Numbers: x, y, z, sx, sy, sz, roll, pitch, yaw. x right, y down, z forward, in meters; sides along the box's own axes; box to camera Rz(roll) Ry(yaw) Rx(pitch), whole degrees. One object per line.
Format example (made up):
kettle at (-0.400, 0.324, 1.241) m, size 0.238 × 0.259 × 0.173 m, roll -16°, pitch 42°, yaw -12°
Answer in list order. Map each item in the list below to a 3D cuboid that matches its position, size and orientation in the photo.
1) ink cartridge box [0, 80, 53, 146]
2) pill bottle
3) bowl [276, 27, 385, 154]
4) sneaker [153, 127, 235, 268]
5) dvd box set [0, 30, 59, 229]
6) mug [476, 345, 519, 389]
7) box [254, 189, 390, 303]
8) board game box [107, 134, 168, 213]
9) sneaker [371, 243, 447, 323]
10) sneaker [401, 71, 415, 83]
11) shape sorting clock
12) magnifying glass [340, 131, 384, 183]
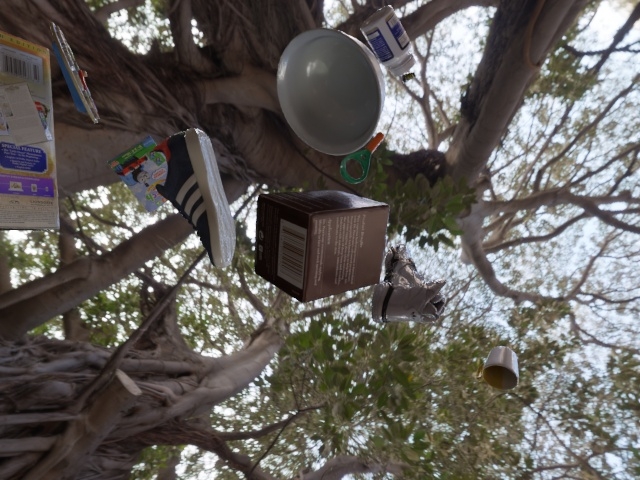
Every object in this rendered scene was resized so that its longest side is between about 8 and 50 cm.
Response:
ink cartridge box at (-0.585, -0.249, 0.854) m, size 0.063 × 0.029 × 0.115 m, roll -12°, pitch -73°, yaw -7°
pill bottle at (0.218, -0.616, 1.350) m, size 0.112 × 0.186 × 0.112 m, roll -29°, pitch -148°, yaw 20°
bowl at (0.047, -0.373, 1.065) m, size 0.298 × 0.298 × 0.134 m, roll 34°, pitch -133°, yaw 16°
sneaker at (-0.319, -0.092, 1.078) m, size 0.148 × 0.131 × 0.350 m, roll -13°, pitch -88°, yaw 7°
dvd box set at (-0.700, -0.229, 0.864) m, size 0.062 × 0.307 × 0.420 m, roll -5°, pitch -91°, yaw 27°
mug at (0.326, 0.228, 0.795) m, size 0.078 × 0.062 × 0.064 m, roll -2°, pitch -151°, yaw 32°
box at (0.000, 0.000, 0.843) m, size 0.203 × 0.168 × 0.167 m, roll -8°, pitch -159°, yaw -39°
board game box at (-0.579, -0.221, 1.461) m, size 0.160 × 0.211 × 0.039 m, roll -38°, pitch -146°, yaw -12°
sneaker at (0.301, 0.141, 1.389) m, size 0.210 × 0.137 × 0.366 m, roll 6°, pitch -146°, yaw 20°
sneaker at (0.318, -0.592, 1.557) m, size 0.035 × 0.031 × 0.083 m, roll -6°, pitch -149°, yaw 33°
shape sorting clock at (-0.523, -0.355, 0.925) m, size 0.040 × 0.206 × 0.206 m, roll -19°, pitch -113°, yaw -20°
magnifying glass at (0.144, -0.277, 1.419) m, size 0.092 × 0.026 × 0.231 m, roll 43°, pitch -114°, yaw -12°
